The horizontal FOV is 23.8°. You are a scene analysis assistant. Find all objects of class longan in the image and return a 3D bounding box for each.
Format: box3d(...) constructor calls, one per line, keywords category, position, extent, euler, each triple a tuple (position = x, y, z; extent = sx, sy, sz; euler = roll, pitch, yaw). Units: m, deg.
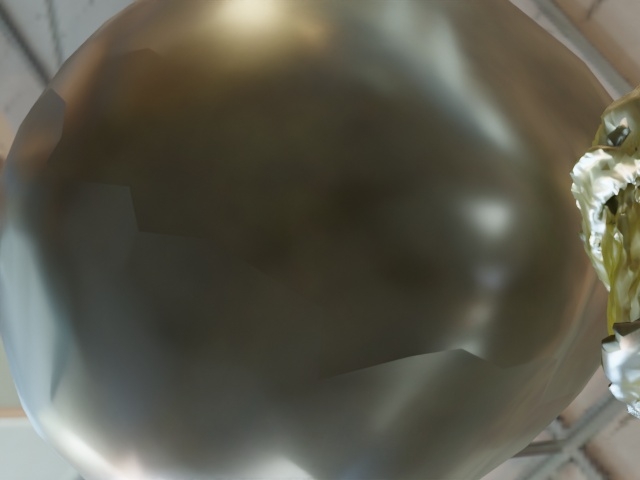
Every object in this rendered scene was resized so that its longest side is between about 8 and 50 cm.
box3d(category="longan", position=(0.000, 0.000, 0.866), extent=(0.405, 0.404, 0.336), euler=(-6, -84, 39))

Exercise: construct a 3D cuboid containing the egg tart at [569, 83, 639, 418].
box3d(category="egg tart", position=(0.145, 0.031, 0.416), extent=(0.191, 0.191, 0.074), euler=(9, -119, 39))
